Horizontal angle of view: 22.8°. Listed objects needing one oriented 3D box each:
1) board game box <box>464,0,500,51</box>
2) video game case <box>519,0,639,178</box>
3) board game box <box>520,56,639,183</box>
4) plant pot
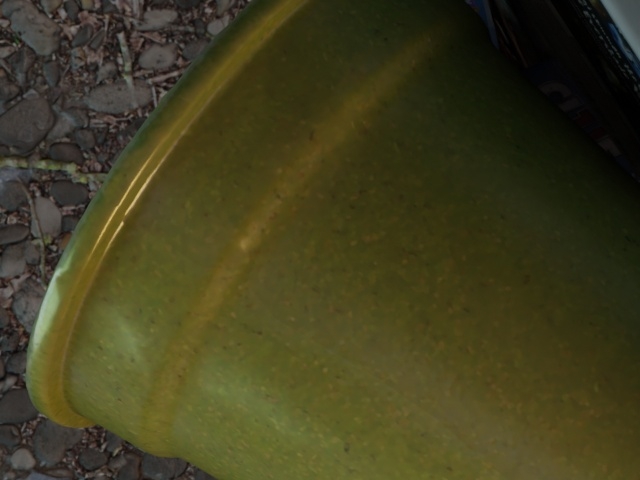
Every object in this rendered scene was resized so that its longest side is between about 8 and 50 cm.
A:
[{"bbox_3d":[0.066,-0.132,0.888,0.160,0.039,0.211,-109,6,-85],"label":"board game box"},{"bbox_3d":[0.116,-0.089,0.657,0.190,0.022,0.173,54,-177,-14],"label":"video game case"},{"bbox_3d":[0.173,0.036,0.880,0.165,0.042,0.243,77,167,-53],"label":"board game box"},{"bbox_3d":[0.060,0.044,0.695,0.254,0.276,0.276,37,175,13],"label":"plant pot"}]
